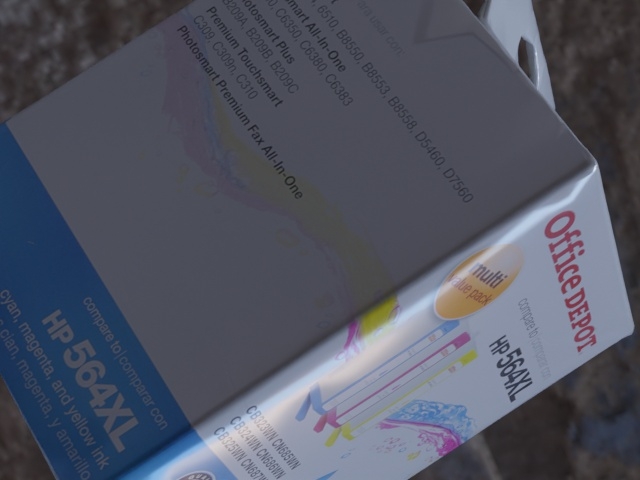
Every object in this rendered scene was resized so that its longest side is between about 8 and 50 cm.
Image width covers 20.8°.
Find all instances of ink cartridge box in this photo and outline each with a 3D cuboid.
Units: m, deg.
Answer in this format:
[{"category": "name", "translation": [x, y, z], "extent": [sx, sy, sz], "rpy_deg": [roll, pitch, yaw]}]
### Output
[{"category": "ink cartridge box", "translation": [0.000, 0.000, 0.397], "extent": [0.143, 0.092, 0.090], "rpy_deg": [-33, -119, -2]}]
